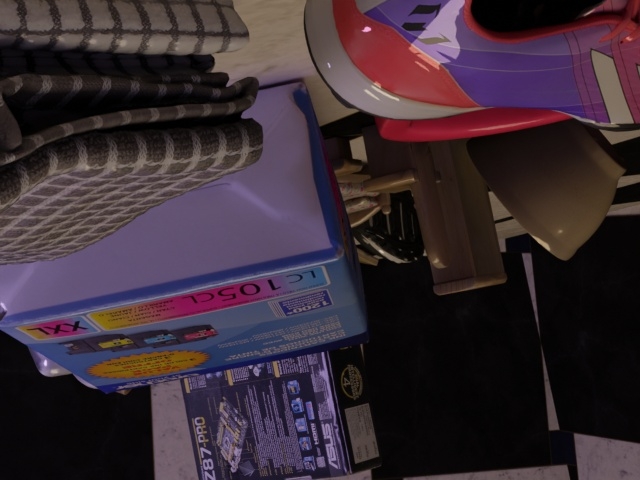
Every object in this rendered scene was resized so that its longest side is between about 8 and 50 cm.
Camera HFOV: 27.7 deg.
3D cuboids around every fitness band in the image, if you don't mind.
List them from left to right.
[{"bbox_3d":[0.144,-0.127,0.981,0.209,0.054,0.291,-8,175,-4],"label":"fitness band"}]

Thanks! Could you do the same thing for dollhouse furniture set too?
[{"bbox_3d":[0.000,0.000,1.416,0.356,0.173,0.303,-14,175,24],"label":"dollhouse furniture set"}]

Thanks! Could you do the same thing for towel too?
[{"bbox_3d":[-0.194,-0.042,0.698,0.284,0.121,0.235,-16,175,44],"label":"towel"}]

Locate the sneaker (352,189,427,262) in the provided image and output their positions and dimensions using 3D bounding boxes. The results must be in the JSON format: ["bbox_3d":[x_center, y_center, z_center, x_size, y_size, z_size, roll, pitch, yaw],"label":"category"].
[{"bbox_3d":[0.087,-0.016,1.703,0.108,0.100,0.271,-5,175,23],"label":"sneaker"}]

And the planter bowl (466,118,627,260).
[{"bbox_3d":[0.244,-0.075,1.335,0.109,0.162,0.162,-41,165,19],"label":"planter bowl"}]

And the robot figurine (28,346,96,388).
[{"bbox_3d":[-0.235,0.091,1.809,0.354,0.199,0.300,-7,145,-35],"label":"robot figurine"}]

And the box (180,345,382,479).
[{"bbox_3d":[-0.085,0.174,1.991,0.318,0.394,0.097,-15,174,37],"label":"box"}]

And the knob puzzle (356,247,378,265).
[{"bbox_3d":[-0.042,-0.017,1.723,0.213,0.030,0.213,17,172,2],"label":"knob puzzle"}]

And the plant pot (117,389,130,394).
[{"bbox_3d":[-0.216,0.042,1.431,0.110,0.237,0.237,22,175,0],"label":"plant pot"}]

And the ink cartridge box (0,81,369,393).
[{"bbox_3d":[-0.103,0.022,1.126,0.270,0.151,0.395,-11,166,3],"label":"ink cartridge box"}]

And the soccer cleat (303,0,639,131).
[{"bbox_3d":[0.147,-0.122,0.692,0.318,0.108,0.116,-6,169,-35],"label":"soccer cleat"}]
